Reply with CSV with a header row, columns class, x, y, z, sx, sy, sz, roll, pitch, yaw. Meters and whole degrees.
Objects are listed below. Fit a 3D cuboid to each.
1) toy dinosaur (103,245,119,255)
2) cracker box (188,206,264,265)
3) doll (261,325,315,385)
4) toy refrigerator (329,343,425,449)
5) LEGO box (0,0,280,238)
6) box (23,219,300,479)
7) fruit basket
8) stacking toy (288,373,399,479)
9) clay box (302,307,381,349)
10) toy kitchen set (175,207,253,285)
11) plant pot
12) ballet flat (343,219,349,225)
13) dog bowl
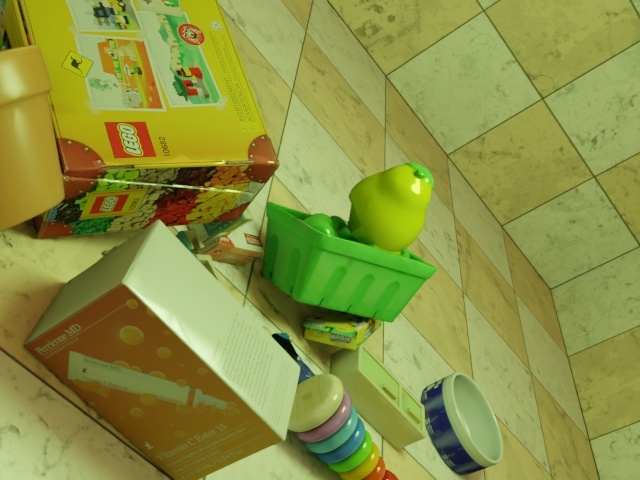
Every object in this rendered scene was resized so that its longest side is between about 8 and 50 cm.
class,x,y,z,sx,sy,sz,roll,pitch,yaw
toy dinosaur,-0.297,0.061,1.388,0.183,0.053,0.092,32,35,-46
cracker box,-0.220,-0.069,1.665,0.156,0.067,0.232,15,50,-57
doll,-0.070,0.248,1.619,0.189,0.046,0.129,51,25,-19
toy refrigerator,0.140,0.363,1.835,0.269,0.094,0.102,48,26,-25
LEGO box,-0.339,-0.278,1.351,0.373,0.193,0.500,-6,65,-34
box,-0.227,0.178,1.191,0.345,0.215,0.168,49,27,-21
fruit basket,0.092,-0.024,1.736,0.392,0.392,0.283,39,-5,-38
stacking toy,0.061,0.429,1.578,0.330,0.141,0.141,55,24,-21
clay box,0.051,0.196,1.815,0.222,0.128,0.053,-28,126,-65
toy kitchen set,-0.180,0.051,1.467,0.207,0.166,0.122,62,16,5
plant pot,-0.467,-0.112,1.017,0.291,0.291,0.203,-54,127,-64
ballet flat,0.043,0.050,1.991,0.083,0.087,0.247,-109,-171,-47
dog bowl,0.389,0.501,2.144,0.265,0.104,0.264,43,29,-32
